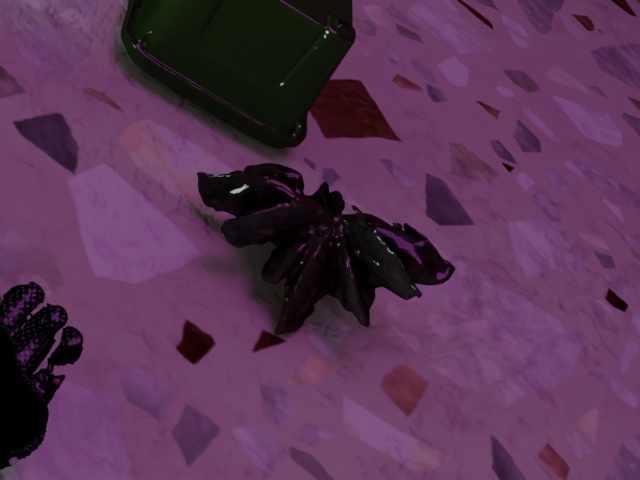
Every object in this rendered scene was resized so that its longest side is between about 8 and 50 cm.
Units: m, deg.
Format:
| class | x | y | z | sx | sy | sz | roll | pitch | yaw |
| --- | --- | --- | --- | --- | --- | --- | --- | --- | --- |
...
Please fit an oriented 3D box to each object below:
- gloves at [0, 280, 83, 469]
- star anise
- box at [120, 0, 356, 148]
| class | x | y | z | sx | sy | sz | roll | pitch | yaw |
| --- | --- | --- | --- | --- | --- | --- | --- | --- | --- |
| gloves | -0.257 | 0.084 | 0.987 | 0.129 | 0.106 | 0.181 | 32 | 3 | -18 |
| star anise | -0.003 | 0.001 | 1.345 | 0.283 | 0.129 | 0.212 | 25 | 27 | -10 |
| box | -0.082 | -0.289 | 1.568 | 0.253 | 0.178 | 0.328 | 30 | 32 | -21 |
